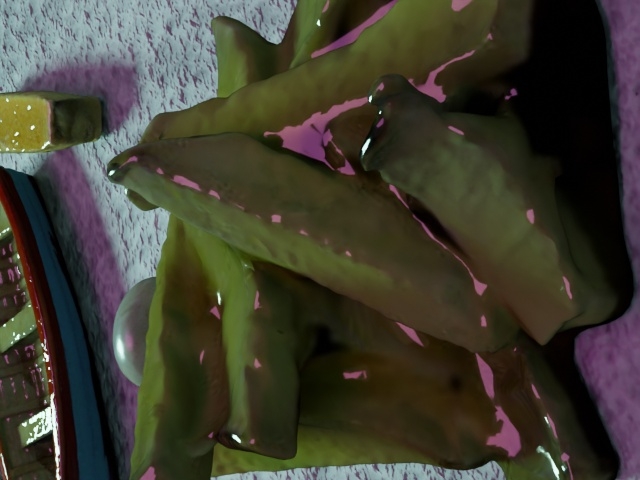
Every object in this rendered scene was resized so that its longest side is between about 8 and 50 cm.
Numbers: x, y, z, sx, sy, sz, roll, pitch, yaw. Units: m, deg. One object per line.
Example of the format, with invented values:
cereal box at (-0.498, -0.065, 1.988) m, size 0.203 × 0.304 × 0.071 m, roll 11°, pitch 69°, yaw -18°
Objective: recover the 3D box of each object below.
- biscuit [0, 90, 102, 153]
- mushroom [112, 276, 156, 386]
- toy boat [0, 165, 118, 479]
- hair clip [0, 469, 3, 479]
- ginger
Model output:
biscuit at (-0.245, -0.099, 1.522) m, size 0.188 × 0.056 × 0.052 m, roll 5°, pitch 98°, yaw 56°
mushroom at (-0.113, 0.071, 1.362) m, size 0.079 × 0.085 × 0.085 m, roll 7°, pitch 106°, yaw 12°
toy boat at (-0.236, 0.127, 1.531) m, size 0.136 × 0.079 × 0.392 m, roll -32°, pitch 69°, yaw 50°
hair clip at (-0.330, 0.233, 1.702) m, size 0.292 × 0.084 × 0.106 m, roll 127°, pitch 144°, yaw -51°
ginger at (0.000, 0.000, 1.059) m, size 0.358 × 0.211 × 0.413 m, roll 33°, pitch 122°, yaw 45°
